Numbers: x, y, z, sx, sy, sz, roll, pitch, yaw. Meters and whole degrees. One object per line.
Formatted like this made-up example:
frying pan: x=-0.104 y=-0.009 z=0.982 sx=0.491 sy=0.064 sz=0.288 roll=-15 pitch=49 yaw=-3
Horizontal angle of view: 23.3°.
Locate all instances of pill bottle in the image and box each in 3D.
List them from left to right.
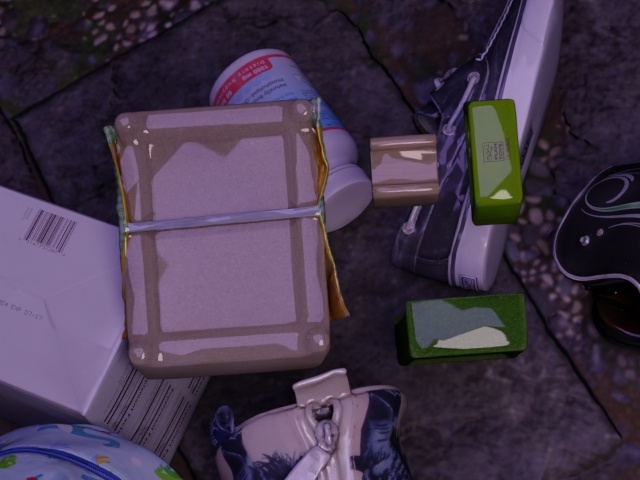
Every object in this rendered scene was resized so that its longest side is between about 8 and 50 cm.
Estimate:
pill bottle: x=-0.023 y=-0.086 z=1.357 sx=0.087 sy=0.087 sz=0.160 roll=-35 pitch=64 yaw=-3

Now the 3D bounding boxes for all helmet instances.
helmet: x=0.279 y=0.024 z=1.201 sx=0.161 sy=0.169 sz=0.169 roll=24 pitch=74 yaw=38

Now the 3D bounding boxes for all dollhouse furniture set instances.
dollhouse furniture set: x=0.000 y=0.000 z=1.184 sx=0.302 sy=0.151 sz=0.197 roll=-4 pitch=85 yaw=1

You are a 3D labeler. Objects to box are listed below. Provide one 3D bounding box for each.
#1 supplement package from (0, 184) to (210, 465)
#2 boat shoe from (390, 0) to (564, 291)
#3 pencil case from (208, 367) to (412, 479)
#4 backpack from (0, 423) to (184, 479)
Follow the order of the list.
supplement package: x=-0.208 y=0.075 z=1.266 sx=0.194 sy=0.203 sz=0.149 roll=20 pitch=72 yaw=19
boat shoe: x=0.134 y=-0.106 z=1.326 sx=0.102 sy=0.108 sz=0.301 roll=14 pitch=78 yaw=16
pencil case: x=0.029 y=0.306 z=1.126 sx=0.160 sy=0.183 sz=0.410 roll=-15 pitch=66 yaw=5
backpack: x=-0.209 y=0.308 z=1.115 sx=0.290 sy=0.355 sz=0.273 roll=16 pitch=28 yaw=14
